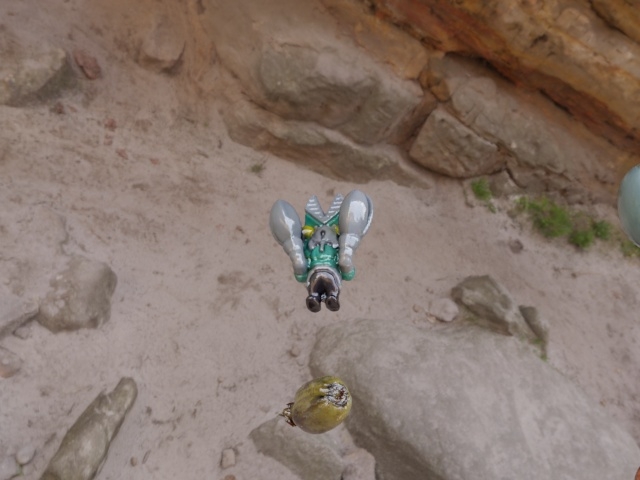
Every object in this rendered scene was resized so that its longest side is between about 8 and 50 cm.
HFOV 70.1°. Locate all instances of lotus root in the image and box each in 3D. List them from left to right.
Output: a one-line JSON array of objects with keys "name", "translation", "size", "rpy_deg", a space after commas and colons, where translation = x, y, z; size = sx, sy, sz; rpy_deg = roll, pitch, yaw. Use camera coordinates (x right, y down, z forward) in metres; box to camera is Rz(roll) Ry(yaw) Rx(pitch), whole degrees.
[{"name": "lotus root", "translation": [-0.016, 0.504, 1.375], "size": [0.154, 0.278, 0.154], "rpy_deg": [28, 42, -28]}]

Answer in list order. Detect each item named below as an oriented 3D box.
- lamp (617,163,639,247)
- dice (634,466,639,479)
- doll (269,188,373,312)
[{"name": "lamp", "translation": [0.732, -0.050, 0.976], "size": [0.209, 0.147, 0.284], "rpy_deg": [26, 42, -50]}, {"name": "dice", "translation": [0.648, 0.485, 0.763], "size": [0.179, 0.175, 0.173], "rpy_deg": [-15, 86, -56]}, {"name": "doll", "translation": [0.020, -0.006, 0.855], "size": [0.195, 0.153, 0.258], "rpy_deg": [-22, 51, -13]}]
